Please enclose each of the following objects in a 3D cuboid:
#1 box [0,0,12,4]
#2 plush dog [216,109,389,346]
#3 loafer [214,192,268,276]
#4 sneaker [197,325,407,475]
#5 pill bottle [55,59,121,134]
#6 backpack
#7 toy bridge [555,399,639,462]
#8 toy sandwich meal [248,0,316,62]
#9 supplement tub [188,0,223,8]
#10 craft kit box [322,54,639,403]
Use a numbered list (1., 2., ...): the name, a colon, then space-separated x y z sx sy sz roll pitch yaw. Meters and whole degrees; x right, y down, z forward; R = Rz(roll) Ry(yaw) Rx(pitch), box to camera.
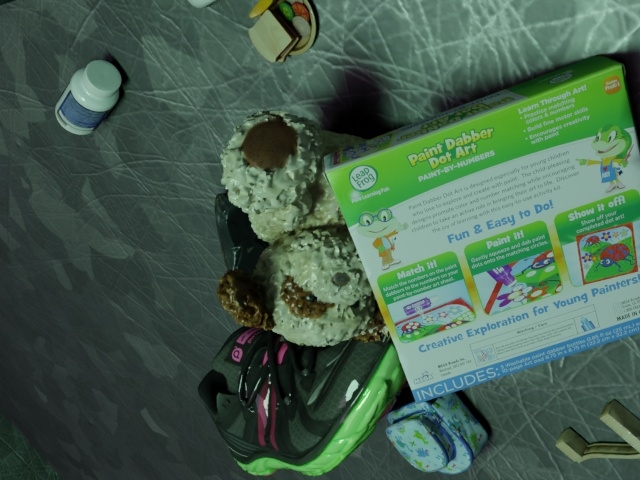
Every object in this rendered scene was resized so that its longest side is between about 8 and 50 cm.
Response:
1. box: -0.471 -0.414 0.647 0.480 0.472 0.297 28 137 23
2. plush dog: 0.000 0.000 0.742 0.211 0.263 0.225 -167 86 -68
3. loafer: -0.110 0.009 0.989 0.061 0.062 0.170 38 141 47
4. sneaker: -0.048 0.203 0.981 0.202 0.185 0.483 48 139 -5
5. pill bottle: -0.324 -0.203 0.997 0.067 0.067 0.120 54 140 -6
6. backpack: 0.148 0.250 0.917 0.114 0.084 0.105 46 142 -1
7. toy bridge: 0.331 0.202 0.759 0.063 0.026 0.188 40 140 8
8. toy sandwich meal: -0.043 -0.230 0.751 0.086 0.029 0.085 24 134 27
9. supplement tub: -0.096 -0.328 0.632 0.144 0.144 0.199 -8 114 45
10. craft kit box: 0.159 0.000 0.624 0.250 0.061 0.246 -19 114 7
